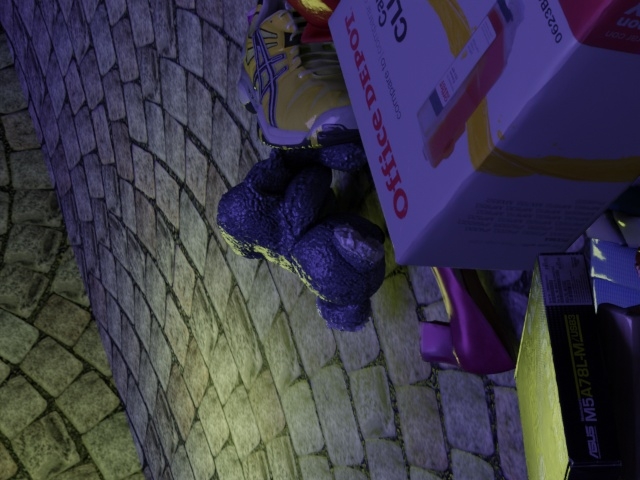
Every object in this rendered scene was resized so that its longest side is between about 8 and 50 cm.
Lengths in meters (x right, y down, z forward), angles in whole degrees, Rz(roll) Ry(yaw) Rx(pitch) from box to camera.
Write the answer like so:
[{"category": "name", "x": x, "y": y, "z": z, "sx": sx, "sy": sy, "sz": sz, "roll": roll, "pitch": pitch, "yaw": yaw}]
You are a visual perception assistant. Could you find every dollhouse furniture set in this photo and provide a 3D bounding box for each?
[{"category": "dollhouse furniture set", "x": 0.263, "y": 0.121, "z": 1.275, "sx": 0.303, "sy": 0.198, "sz": 0.286, "roll": -156, "pitch": 58, "yaw": -63}]

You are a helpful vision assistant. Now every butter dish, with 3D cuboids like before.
[{"category": "butter dish", "x": 0.009, "y": -0.320, "z": 1.686, "sx": 0.160, "sy": 0.118, "sz": 0.160, "roll": -61, "pitch": 23, "yaw": -8}]

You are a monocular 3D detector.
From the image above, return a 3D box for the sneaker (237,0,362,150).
[{"category": "sneaker", "x": -0.025, "y": -0.211, "z": 1.817, "sx": 0.385, "sy": 0.145, "sz": 0.147, "roll": -139, "pitch": 44, "yaw": -61}]

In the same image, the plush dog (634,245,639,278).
[{"category": "plush dog", "x": 0.348, "y": -0.019, "z": 1.030, "sx": 0.210, "sy": 0.262, "sz": 0.225, "roll": 57, "pitch": 168, "yaw": -15}]

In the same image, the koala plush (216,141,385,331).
[{"category": "koala plush", "x": 0.000, "y": 0.000, "z": 1.857, "sx": 0.221, "sy": 0.203, "sz": 0.196, "roll": 51, "pitch": 146, "yaw": 27}]

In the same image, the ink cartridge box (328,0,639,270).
[{"category": "ink cartridge box", "x": 0.173, "y": -0.186, "z": 1.157, "sx": 0.384, "sy": 0.160, "sz": 0.279, "roll": -55, "pitch": 41, "yaw": 48}]

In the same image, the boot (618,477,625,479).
[{"category": "boot", "x": 0.306, "y": 0.341, "z": 1.207, "sx": 0.295, "sy": 0.104, "sz": 0.211, "roll": 55, "pitch": -167, "yaw": -4}]

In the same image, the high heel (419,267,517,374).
[{"category": "high heel", "x": 0.169, "y": 0.027, "z": 1.633, "sx": 0.117, "sy": 0.082, "sz": 0.244, "roll": 3, "pitch": 90, "yaw": 34}]

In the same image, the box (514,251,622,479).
[{"category": "box", "x": 0.188, "y": 0.136, "z": 1.138, "sx": 0.184, "sy": 0.045, "sz": 0.190, "roll": 93, "pitch": 176, "yaw": -53}]

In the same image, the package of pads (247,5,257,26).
[{"category": "package of pads", "x": -0.074, "y": -0.308, "z": 2.049, "sx": 0.083, "sy": 0.032, "sz": 0.050, "roll": 172, "pitch": 90, "yaw": -67}]
